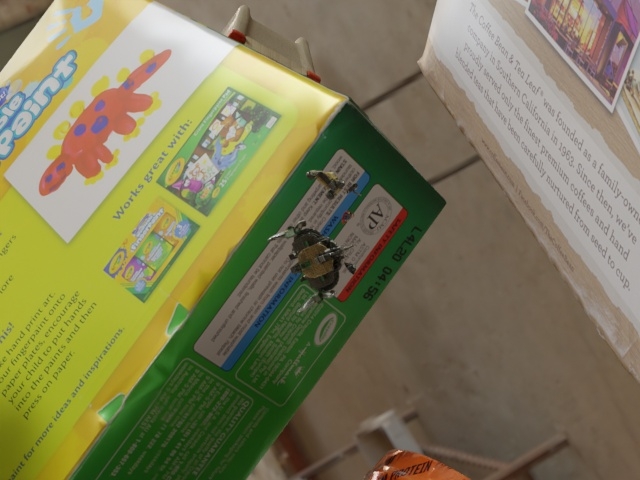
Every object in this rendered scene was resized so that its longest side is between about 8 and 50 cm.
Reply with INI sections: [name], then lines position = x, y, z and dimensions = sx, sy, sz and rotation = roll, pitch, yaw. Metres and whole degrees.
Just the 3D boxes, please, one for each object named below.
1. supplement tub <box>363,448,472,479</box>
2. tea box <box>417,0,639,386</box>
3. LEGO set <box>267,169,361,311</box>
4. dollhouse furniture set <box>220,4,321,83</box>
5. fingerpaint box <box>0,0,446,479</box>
[supplement tub]
position = 0.010, 0.319, 0.859
dimensions = 0.207, 0.338, 0.207
rotation = 33, 158, 15
[tea box]
position = 0.268, -0.097, 0.662
dimensions = 0.329, 0.323, 0.220
rotation = -115, 31, -49
[LEGO set]
position = 0.002, 0.000, 0.736
dimensions = 0.054, 0.023, 0.083
rotation = 37, 114, 13
[dollhouse furniture set]
position = -0.114, -0.093, 1.292
dimensions = 0.262, 0.259, 0.135
rotation = 27, -147, -21
[fingerpaint box]
position = -0.181, 0.045, 1.025
dimensions = 0.371, 0.445, 0.163
rotation = 32, 174, 43
